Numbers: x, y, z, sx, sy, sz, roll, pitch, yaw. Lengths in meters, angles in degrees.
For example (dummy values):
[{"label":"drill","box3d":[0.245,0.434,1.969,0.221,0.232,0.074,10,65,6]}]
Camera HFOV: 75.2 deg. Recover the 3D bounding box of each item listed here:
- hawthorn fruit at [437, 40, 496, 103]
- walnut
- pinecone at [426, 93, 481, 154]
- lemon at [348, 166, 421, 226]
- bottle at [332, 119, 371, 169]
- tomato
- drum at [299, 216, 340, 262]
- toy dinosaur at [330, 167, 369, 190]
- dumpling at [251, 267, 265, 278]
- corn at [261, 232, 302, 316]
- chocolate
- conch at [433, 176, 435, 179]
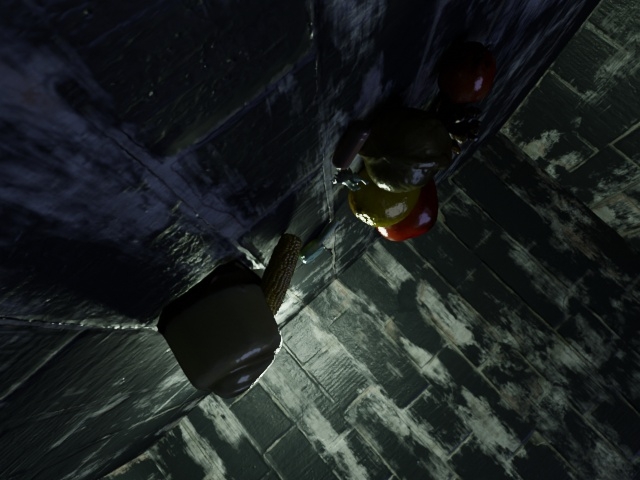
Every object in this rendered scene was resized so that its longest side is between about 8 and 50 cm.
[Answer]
[{"label":"hawthorn fruit","box3d":[0.415,-0.474,1.150,0.157,0.157,0.194,-40,171,-15]},{"label":"walnut","box3d":[0.236,-0.255,1.162,0.283,0.283,0.227,-28,130,-52]},{"label":"pinecone","box3d":[0.456,-0.404,1.453,0.228,0.202,0.202,-65,-168,-21]},{"label":"lemon","box3d":[0.222,-0.166,1.436,0.264,0.235,0.236,-22,166,-6]},{"label":"bottle","box3d":[0.079,-0.248,1.085,0.053,0.053,0.140,-33,165,-42]},{"label":"tomato","box3d":[0.362,-0.154,1.775,0.294,0.289,0.325,-18,170,12]},{"label":"drum","box3d":[0.007,-0.001,1.746,0.253,0.049,0.130,-46,168,16]},{"label":"toy dinosaur","box3d":[0.078,-0.184,1.245,0.039,0.082,0.209,-53,163,25]},{"label":"dumpling","box3d":[-0.233,0.182,1.451,0.219,0.108,0.152,-35,167,-43]},{"label":"corn","box3d":[-0.146,0.123,1.379,0.101,0.102,0.310,-2,111,-73]},{"label":"chocolate","box3d":[-0.253,0.273,1.199,0.326,0.297,0.314,-41,163,-7]},{"label":"conch","box3d":[0.442,-0.274,1.980,0.221,0.195,0.277,-2,174,-29]}]
